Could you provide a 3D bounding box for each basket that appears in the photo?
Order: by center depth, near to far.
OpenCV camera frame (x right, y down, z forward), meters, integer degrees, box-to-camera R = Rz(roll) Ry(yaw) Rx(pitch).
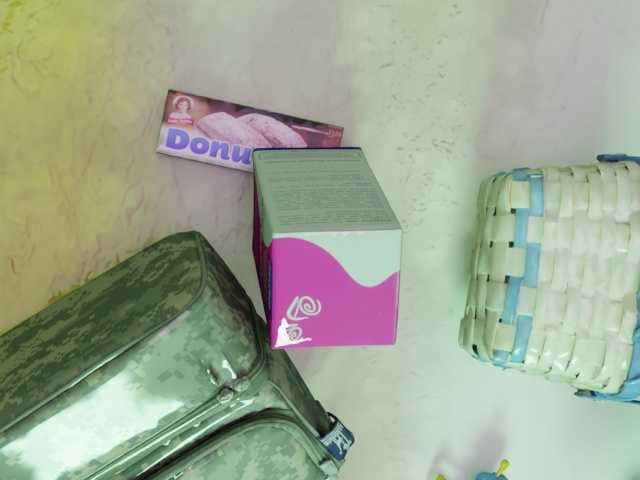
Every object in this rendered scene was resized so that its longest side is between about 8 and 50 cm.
[{"bbox_3d":[0.290,0.033,1.131,0.288,0.201,0.255,9,88,-3],"label":"basket"}]

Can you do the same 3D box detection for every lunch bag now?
[{"bbox_3d":[-0.153,0.175,1.065,0.305,0.212,0.256,-33,114,0],"label":"lunch bag"}]

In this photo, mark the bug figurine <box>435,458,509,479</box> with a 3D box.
[{"bbox_3d":[0.191,0.362,1.140,0.072,0.279,0.216,17,109,-46],"label":"bug figurine"}]

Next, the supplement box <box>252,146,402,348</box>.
[{"bbox_3d":[0.000,0.000,1.065,0.113,0.220,0.111,-2,112,-9],"label":"supplement box"}]

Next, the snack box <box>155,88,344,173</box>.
[{"bbox_3d":[-0.069,-0.099,1.163,0.178,0.022,0.064,12,91,-9],"label":"snack box"}]
